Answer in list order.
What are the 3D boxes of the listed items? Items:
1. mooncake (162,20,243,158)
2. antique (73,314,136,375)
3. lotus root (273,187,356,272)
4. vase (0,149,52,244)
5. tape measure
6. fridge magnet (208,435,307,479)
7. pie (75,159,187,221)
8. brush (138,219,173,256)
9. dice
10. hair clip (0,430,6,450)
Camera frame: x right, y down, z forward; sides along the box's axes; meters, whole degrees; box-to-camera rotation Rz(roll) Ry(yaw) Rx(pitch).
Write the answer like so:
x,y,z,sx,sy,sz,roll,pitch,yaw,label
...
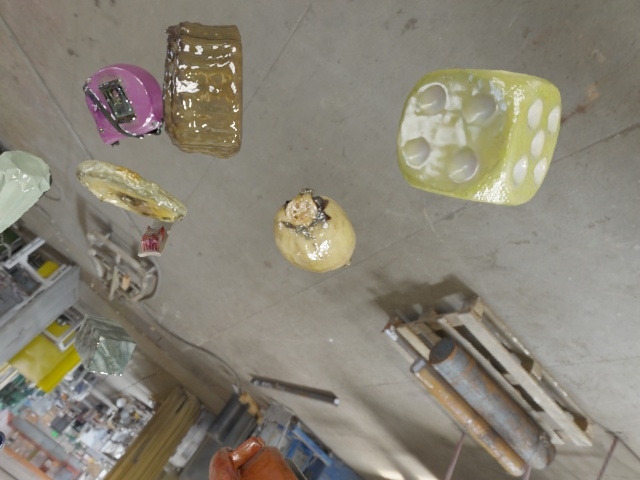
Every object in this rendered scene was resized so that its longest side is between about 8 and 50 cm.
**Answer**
x,y,z,sx,sy,sz,roll,pitch,yaw,label
-0.284,-0.363,1.068,0.187,0.323,0.324,0,146,-14,mooncake
-0.543,0.255,1.083,0.088,0.085,0.183,25,175,-39,antique
0.000,0.000,1.074,0.183,0.182,0.310,17,165,26,lotus root
-1.028,-0.128,1.422,0.165,0.165,0.360,44,112,-9,vase
-0.626,-0.439,1.404,0.232,0.149,0.245,-14,115,13,tape measure
-0.055,0.492,0.722,0.363,0.155,0.363,46,159,23,fridge magnet
-0.462,-0.113,1.075,0.275,0.055,0.274,16,163,5,pie
-0.458,-0.028,1.223,0.321,0.060,0.050,-126,35,-68,brush
0.307,-0.202,0.859,0.238,0.227,0.232,21,110,43,dice
-0.710,0.368,0.795,0.276,0.048,0.083,-9,155,20,hair clip
